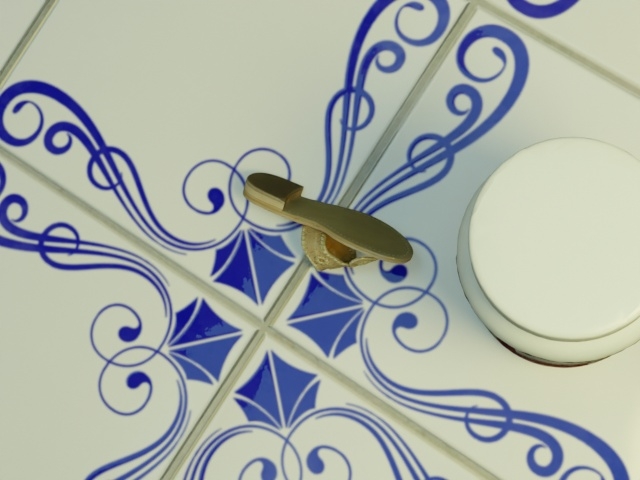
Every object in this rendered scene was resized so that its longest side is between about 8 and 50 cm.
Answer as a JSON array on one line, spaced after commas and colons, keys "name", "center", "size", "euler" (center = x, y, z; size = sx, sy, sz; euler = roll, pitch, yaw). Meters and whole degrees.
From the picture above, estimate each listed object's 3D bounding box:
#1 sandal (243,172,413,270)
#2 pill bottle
[{"name": "sandal", "center": [0.003, -0.002, 1.492], "size": [0.240, 0.088, 0.079], "euler": [27, 119, 19]}, {"name": "pill bottle", "center": [0.261, 0.022, 1.266], "size": [0.224, 0.392, 0.224], "euler": [-1, 82, 10]}]
